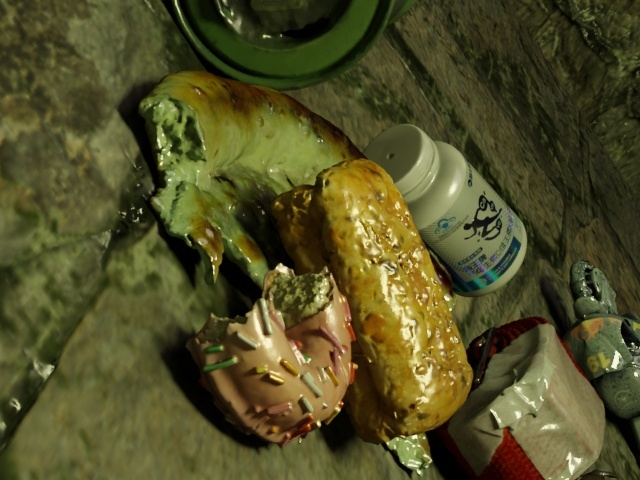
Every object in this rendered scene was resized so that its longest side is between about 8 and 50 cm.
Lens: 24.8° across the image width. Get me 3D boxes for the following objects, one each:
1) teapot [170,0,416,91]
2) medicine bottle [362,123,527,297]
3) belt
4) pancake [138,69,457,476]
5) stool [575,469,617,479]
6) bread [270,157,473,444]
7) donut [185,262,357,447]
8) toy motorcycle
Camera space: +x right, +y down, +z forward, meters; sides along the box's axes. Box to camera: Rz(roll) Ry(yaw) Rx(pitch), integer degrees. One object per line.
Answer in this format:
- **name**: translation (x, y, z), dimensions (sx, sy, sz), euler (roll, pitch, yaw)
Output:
- **teapot**: translation (0.025, -0.267, 1.374), dimensions (0.337, 0.270, 0.200), euler (-52, 140, -71)
- **medicine bottle**: translation (0.121, -0.032, 1.470), dimensions (0.191, 0.107, 0.107), euler (43, 25, -39)
- **belt**: translation (0.171, 0.145, 1.296), dimensions (0.124, 0.128, 0.201), euler (55, 21, -10)
- **pancake**: translation (0.000, -0.003, 1.194), dimensions (0.427, 0.067, 0.305), euler (47, 24, -36)
- **stool**: translation (0.284, 0.306, 1.372), dimensions (0.217, 0.125, 0.121), euler (-124, -168, -63)
- **bread**: translation (0.041, 0.043, 1.096), dimensions (0.114, 0.083, 0.211), euler (-22, 88, -60)
- **donut**: translation (-0.021, 0.082, 0.985), dimensions (0.166, 0.065, 0.117), euler (-38, 108, -62)
- **toy motorcycle**: translation (0.397, 0.172, 1.869), dimensions (0.307, 0.108, 0.173), euler (56, 28, -12)
